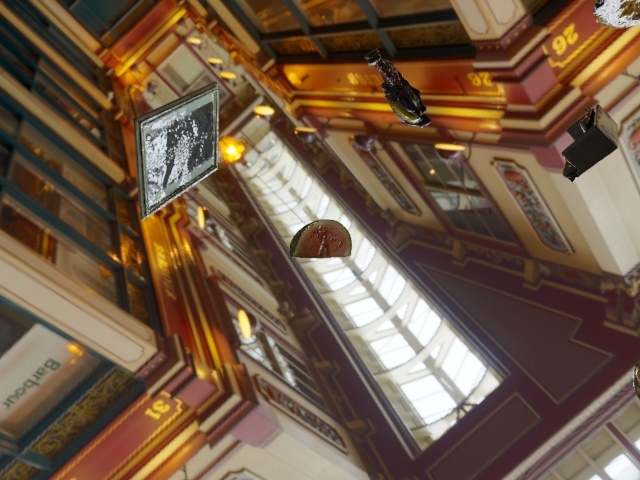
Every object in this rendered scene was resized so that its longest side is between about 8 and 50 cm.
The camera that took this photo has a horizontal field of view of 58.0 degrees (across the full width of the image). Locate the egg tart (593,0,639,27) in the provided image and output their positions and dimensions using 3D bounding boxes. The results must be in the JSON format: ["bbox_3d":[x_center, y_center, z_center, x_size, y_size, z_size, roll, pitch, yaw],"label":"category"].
[{"bbox_3d":[0.476,-0.423,0.833,0.215,0.215,0.171,-28,-111,23],"label":"egg tart"}]

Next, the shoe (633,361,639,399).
[{"bbox_3d":[0.471,0.167,0.634,0.103,0.098,0.275,-10,-172,-24],"label":"shoe"}]

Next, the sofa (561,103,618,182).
[{"bbox_3d":[0.398,-0.153,0.879,0.085,0.060,0.147,-46,179,36],"label":"sofa"}]

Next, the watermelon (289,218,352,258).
[{"bbox_3d":[-0.007,-0.007,1.275,0.069,0.163,0.087,13,-80,53],"label":"watermelon"}]

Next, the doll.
[{"bbox_3d":[0.206,-0.398,1.546,0.088,0.249,0.127,-24,-149,39],"label":"doll"}]

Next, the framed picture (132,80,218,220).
[{"bbox_3d":[-0.303,-0.202,1.267,0.018,0.231,0.293,19,-145,16],"label":"framed picture"}]
